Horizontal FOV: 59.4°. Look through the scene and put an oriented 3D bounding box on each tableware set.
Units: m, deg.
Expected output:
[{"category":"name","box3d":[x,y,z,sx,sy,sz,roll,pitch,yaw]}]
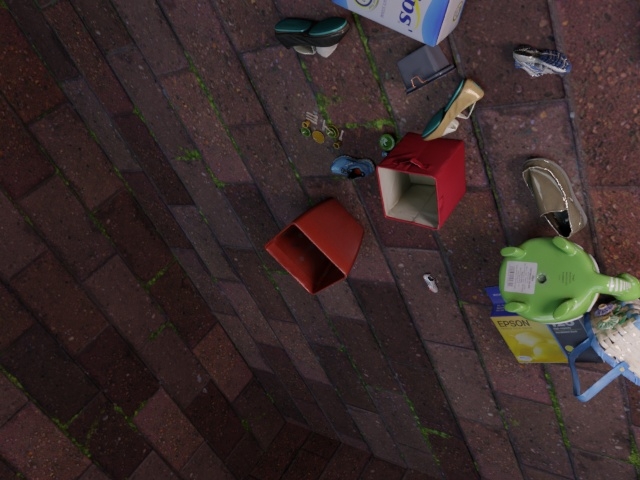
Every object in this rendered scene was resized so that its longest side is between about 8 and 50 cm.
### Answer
[{"category":"tableware set","box3d":[0.003,-0.353,1.851,0.154,0.024,0.104,31,145,14]}]

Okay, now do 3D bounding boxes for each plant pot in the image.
[{"category":"plant pot","box3d":[0.000,0.000,2.059,0.267,0.235,0.267,45,146,-7]}]

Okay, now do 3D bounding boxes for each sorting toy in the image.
[{"category":"sorting toy","box3d":[0.220,-0.280,1.715,0.061,0.042,0.102,-30,94,39]}]

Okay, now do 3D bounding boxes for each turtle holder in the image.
[{"category":"turtle holder","box3d":[0.669,0.101,1.545,0.320,0.227,0.243,-33,60,33]}]

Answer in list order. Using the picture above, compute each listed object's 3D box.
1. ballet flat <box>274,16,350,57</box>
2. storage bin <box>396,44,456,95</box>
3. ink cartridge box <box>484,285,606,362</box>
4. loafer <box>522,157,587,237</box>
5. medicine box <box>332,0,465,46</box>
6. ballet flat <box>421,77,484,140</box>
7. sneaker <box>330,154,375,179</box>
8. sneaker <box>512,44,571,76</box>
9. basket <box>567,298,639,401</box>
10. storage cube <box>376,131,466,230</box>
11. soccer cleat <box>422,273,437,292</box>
[{"category":"ballet flat","box3d":[-0.012,-0.571,1.573,0.280,0.095,0.096,22,153,42]},{"category":"storage bin","box3d":[0.260,-0.446,1.445,0.135,0.098,0.091,-17,105,52]},{"category":"ink cartridge box","box3d":[0.719,0.273,1.820,0.304,0.072,0.307,-14,120,51]},{"category":"loafer","box3d":[0.614,-0.108,1.474,0.251,0.087,0.094,49,145,-12]},{"category":"medicine box","box3d":[0.193,-0.627,1.248,0.289,0.149,0.263,31,145,16]},{"category":"ballet flat","box3d":[0.351,-0.330,1.496,0.073,0.080,0.232,27,148,-6]},{"category":"sneaker","box3d":[0.095,-0.236,1.846,0.162,0.073,0.063,7,133,40]},{"category":"sneaker","box3d":[0.508,-0.404,1.290,0.135,0.052,0.058,31,155,28]},{"category":"basket","box3d":[0.816,0.300,1.571,0.201,0.255,0.289,35,115,3]},{"category":"storage cube","box3d":[0.296,-0.176,1.614,0.184,0.193,0.215,16,138,32]},{"category":"soccer cleat","box3d":[0.402,0.154,2.027,0.083,0.029,0.036,54,148,-11]}]
